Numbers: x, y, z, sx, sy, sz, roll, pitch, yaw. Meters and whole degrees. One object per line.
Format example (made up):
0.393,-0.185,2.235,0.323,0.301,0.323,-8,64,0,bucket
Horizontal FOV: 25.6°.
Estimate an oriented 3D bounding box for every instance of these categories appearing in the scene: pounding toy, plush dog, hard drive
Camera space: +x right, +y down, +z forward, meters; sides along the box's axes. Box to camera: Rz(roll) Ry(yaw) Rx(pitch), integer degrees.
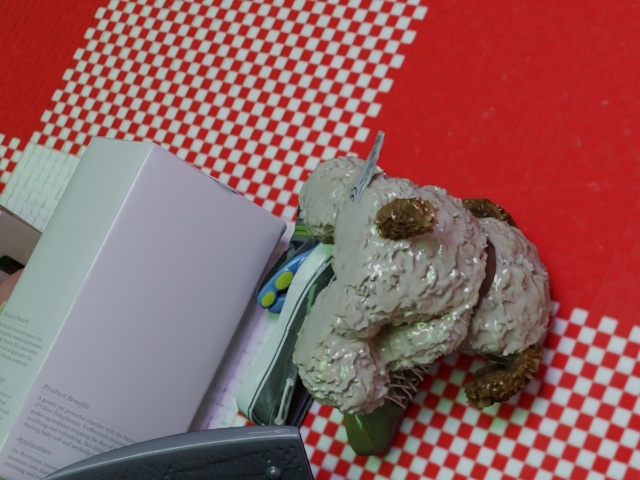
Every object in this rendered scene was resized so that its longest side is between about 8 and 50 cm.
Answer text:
-0.440,-0.021,1.695,0.206,0.181,0.094,29,85,39,pounding toy
0.116,0.030,1.297,0.211,0.225,0.262,-36,45,49,plush dog
-0.122,0.261,1.351,0.255,0.172,0.054,-12,23,10,hard drive

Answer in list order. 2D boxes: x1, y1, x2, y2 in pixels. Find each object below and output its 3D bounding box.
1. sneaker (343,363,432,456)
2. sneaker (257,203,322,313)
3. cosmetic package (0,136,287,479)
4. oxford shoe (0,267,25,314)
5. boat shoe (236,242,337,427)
0.077,0.113,1.374,0.086,0.064,0.192,-12,58,33,sneaker
0.000,0.000,1.492,0.188,0.067,0.078,-55,30,0,sneaker
-0.214,0.094,1.469,0.155,0.197,0.365,8,69,54,cosmetic package
-0.372,0.198,1.584,0.130,0.123,0.348,26,83,33,oxford shoe
-0.004,0.098,1.428,0.070,0.078,0.219,31,99,33,boat shoe
